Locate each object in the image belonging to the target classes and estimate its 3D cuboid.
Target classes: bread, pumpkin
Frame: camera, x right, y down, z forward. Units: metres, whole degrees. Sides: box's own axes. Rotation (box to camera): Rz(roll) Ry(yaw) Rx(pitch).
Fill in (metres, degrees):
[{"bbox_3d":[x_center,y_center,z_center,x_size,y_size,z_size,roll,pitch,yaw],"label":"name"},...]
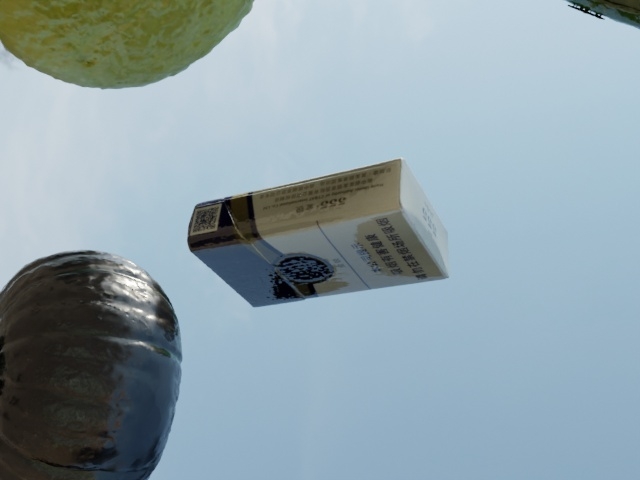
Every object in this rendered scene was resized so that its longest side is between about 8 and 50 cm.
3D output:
[{"bbox_3d":[-0.254,-0.382,0.944,0.348,0.348,0.308,-49,-137,17],"label":"bread"},{"bbox_3d":[-0.251,0.124,0.702,0.248,0.248,0.248,-14,-112,36],"label":"pumpkin"}]

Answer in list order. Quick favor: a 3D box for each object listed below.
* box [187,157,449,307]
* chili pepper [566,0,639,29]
[{"bbox_3d":[0.000,0.000,0.906,0.259,0.168,0.071,-12,-125,23],"label":"box"},{"bbox_3d":[0.398,-0.193,0.726,0.076,0.358,0.085,-65,175,-47],"label":"chili pepper"}]
